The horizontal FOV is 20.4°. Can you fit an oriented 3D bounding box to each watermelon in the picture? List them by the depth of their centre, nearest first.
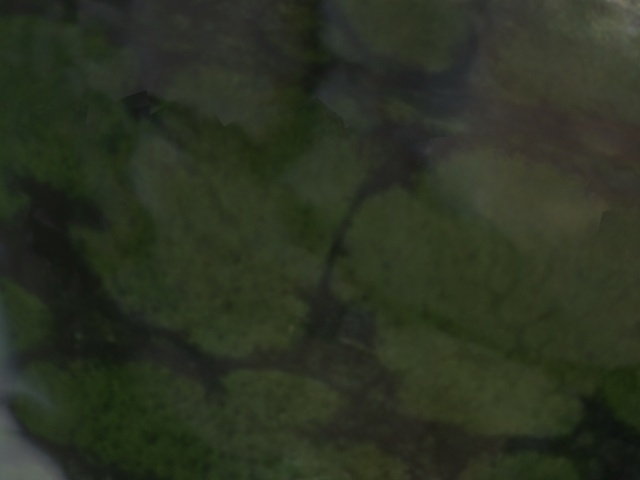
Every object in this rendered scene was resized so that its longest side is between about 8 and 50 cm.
[{"bbox_3d":[0.000,0.000,0.498,0.363,0.363,0.363,10,-107,-32],"label":"watermelon"}]
